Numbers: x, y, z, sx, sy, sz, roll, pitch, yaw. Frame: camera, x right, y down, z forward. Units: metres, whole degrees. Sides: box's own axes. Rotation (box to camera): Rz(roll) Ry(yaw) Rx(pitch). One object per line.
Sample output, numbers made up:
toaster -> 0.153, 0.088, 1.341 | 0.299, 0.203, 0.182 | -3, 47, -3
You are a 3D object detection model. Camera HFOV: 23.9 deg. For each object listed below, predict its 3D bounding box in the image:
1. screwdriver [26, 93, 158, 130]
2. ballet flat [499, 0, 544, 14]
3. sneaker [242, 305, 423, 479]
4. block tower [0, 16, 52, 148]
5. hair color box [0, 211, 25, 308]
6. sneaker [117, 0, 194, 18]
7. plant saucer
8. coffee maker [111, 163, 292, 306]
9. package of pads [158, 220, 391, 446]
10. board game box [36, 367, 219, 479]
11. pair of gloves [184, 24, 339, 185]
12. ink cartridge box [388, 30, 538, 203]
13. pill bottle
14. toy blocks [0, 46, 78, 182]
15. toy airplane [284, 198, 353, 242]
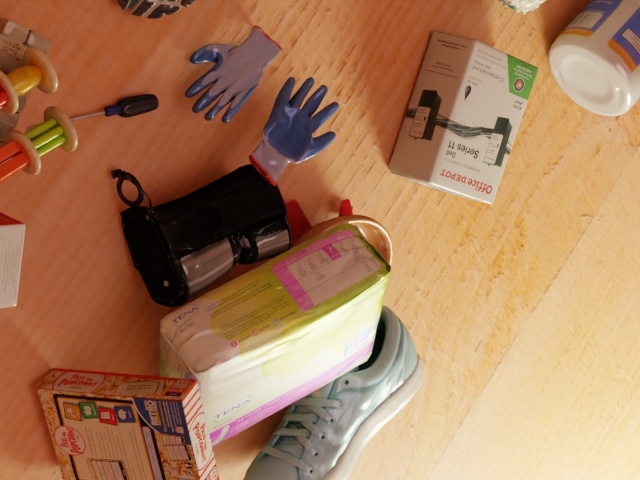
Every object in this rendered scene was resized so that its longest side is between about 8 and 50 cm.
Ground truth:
screwdriver -> -0.258, -0.143, 1.730 | 0.170, 0.025, 0.024 | -19, 117, -39
ballet flat -> 0.356, -0.493, 2.135 | 0.409, 0.147, 0.147 | -56, 134, -9
sneaker -> -0.004, 0.224, 2.034 | 0.366, 0.135, 0.150 | -48, 131, -36
block tower -> -0.400, -0.076, 1.573 | 0.091, 0.097, 0.336 | 24, 86, -45
hair color box -> -0.382, 0.025, 1.516 | 0.167, 0.053, 0.093 | -6, 111, -49
sneaker -> -0.147, -0.376, 1.696 | 0.107, 0.110, 0.275 | 20, 108, -28
plant saucer -> 0.007, 0.046, 2.004 | 0.200, 0.037, 0.200 | -25, 138, -24
coffee maker -> -0.137, -0.029, 1.818 | 0.178, 0.120, 0.171 | -28, 121, -34
package of pads -> -0.059, 0.121, 1.866 | 0.296, 0.101, 0.229 | -28, 153, -23
board game box -> -0.226, 0.228, 1.774 | 0.045, 0.193, 0.147 | -54, 141, -54
pair of gloves -> -0.070, -0.171, 1.835 | 0.198, 0.023, 0.159 | 46, 57, -11
ink cartridge box -> 0.199, -0.168, 2.107 | 0.153, 0.087, 0.208 | 14, 95, -45
pill bottle -> 0.478, -0.327, 2.269 | 0.272, 0.152, 0.152 | -46, 131, -21
toy blocks -> -0.328, -0.110, 1.524 | 0.148, 0.054, 0.123 | -34, 125, -31
toy airplane -> 0.000, 0.000, 2.021 | 0.151, 0.028, 0.151 | -15, 114, -39
